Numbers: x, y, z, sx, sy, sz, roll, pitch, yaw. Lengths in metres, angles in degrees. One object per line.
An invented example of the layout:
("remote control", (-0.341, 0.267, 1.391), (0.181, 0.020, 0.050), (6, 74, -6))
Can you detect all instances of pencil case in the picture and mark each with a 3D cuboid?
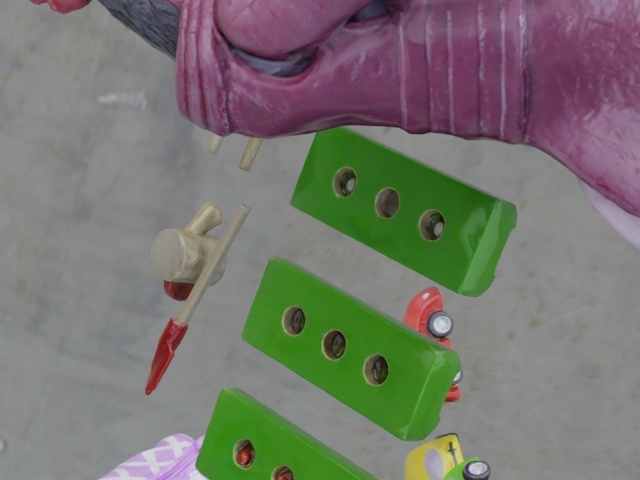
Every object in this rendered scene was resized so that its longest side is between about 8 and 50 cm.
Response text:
("pencil case", (-0.160, 0.211, 1.045), (0.086, 0.088, 0.206), (35, 35, 24))

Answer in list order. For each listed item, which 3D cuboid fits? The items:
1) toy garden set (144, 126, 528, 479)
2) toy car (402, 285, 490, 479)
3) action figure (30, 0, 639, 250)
("toy garden set", (0.000, 0.000, 0.680), (0.049, 0.204, 0.244), (9, 104, -49))
("toy car", (0.104, 0.185, 1.180), (0.053, 0.225, 0.239), (-11, 122, -5))
("action figure", (0.063, -0.078, 0.538), (0.370, 0.248, 0.276), (1, 94, 5))
